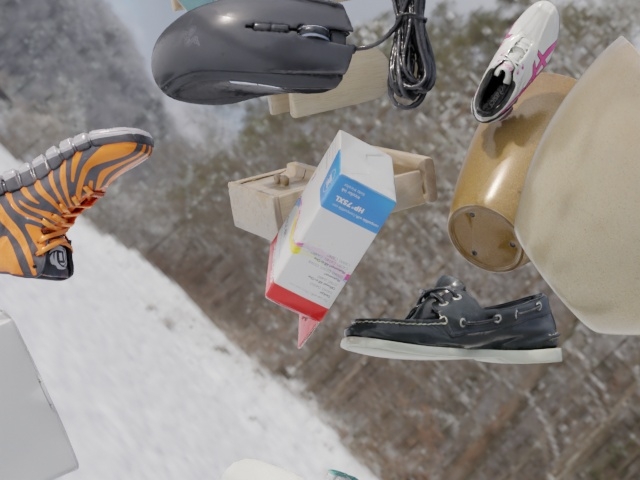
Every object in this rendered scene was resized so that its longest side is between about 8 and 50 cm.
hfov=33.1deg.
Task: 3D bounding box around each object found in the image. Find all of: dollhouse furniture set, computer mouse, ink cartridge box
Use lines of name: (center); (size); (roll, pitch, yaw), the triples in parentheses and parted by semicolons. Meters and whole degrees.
dollhouse furniture set: (-0.007, -0.225, 1.517); (0.362, 0.256, 0.394); (20, -58, 60)
computer mouse: (-0.025, -0.213, 0.969); (0.262, 0.184, 0.060); (2, -18, 8)
ink cartridge box: (0.000, 0.000, 1.294); (0.078, 0.231, 0.134); (26, 25, -12)

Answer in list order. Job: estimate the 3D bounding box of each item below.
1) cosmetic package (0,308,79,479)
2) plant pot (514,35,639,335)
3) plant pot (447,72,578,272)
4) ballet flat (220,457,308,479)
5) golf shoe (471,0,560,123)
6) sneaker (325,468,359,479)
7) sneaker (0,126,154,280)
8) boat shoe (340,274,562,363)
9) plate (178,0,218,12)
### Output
cosmetic package: (-0.521, 0.259, 1.325); (0.156, 0.385, 0.217); (3, -66, 67)
plant pot: (0.297, -0.020, 1.009); (0.284, 0.191, 0.284); (44, 18, -18)
plant pot: (0.290, -0.075, 1.545); (0.237, 0.254, 0.237); (25, -41, 23)
ballet flat: (0.020, 0.384, 1.146); (0.400, 0.139, 0.139); (37, -9, 20)
golf shoe: (0.269, -0.240, 1.464); (0.067, 0.186, 0.086); (30, 13, 8)
sneaker: (0.054, 0.358, 1.346); (0.065, 0.076, 0.166); (24, 6, -44)
sneaker: (-0.372, -0.039, 1.600); (0.124, 0.321, 0.180); (17, 52, -68)
boat shoe: (0.178, 0.103, 1.418); (0.340, 0.113, 0.127); (5, -7, -25)
plate: (-0.134, -0.314, 1.245); (0.188, 0.024, 0.188); (45, 30, -35)
